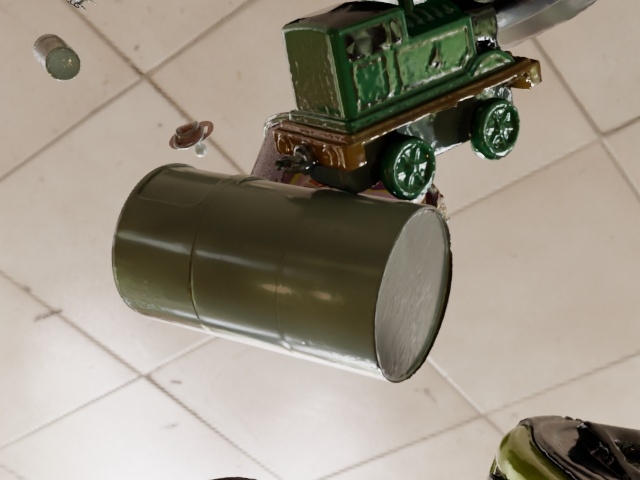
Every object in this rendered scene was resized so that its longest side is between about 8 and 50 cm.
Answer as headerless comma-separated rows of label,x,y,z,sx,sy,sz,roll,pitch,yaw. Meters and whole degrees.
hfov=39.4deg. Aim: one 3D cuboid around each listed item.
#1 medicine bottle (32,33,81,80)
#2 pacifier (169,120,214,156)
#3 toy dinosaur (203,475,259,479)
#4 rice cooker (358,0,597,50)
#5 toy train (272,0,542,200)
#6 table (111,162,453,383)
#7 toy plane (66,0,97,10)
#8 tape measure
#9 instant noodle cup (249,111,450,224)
medicine bottle,-0.345,-0.240,1.169,0.047,0.083,0.047,-12,118,-24
pacifier,-0.252,-0.197,1.794,0.099,0.081,0.078,-16,133,13
toy dinosaur,-0.150,0.282,0.808,0.294,0.077,0.162,-17,120,-1
rice cooker,0.114,-0.294,0.702,0.267,0.267,0.224,-36,136,30
toy train,0.059,-0.111,0.627,0.228,0.091,0.136,-28,118,-26
table,-0.030,0.019,0.655,0.220,0.126,0.126,12,138,29
toy plane,-0.353,-0.357,1.282,0.031,0.121,0.049,-54,144,-3
tape measure,0.183,0.178,0.559,0.199,0.186,0.112,13,97,-23
instant noodle cup,0.000,0.000,1.414,0.340,0.266,0.340,25,161,9
